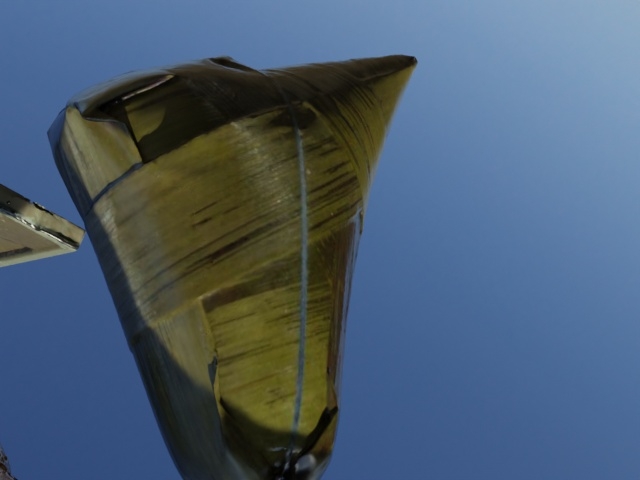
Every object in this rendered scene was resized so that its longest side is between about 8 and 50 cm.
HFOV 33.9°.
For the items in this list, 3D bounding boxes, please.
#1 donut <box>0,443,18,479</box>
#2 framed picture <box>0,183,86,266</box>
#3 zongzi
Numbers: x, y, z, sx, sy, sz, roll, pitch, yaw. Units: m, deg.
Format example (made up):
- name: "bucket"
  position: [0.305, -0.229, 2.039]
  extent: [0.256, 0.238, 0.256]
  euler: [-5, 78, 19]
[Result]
- name: "donut"
  position: [-0.289, 0.176, 0.695]
  extent: [0.174, 0.190, 0.074]
  euler: [11, -151, -26]
- name: "framed picture"
  position: [-0.397, -0.059, 0.875]
  extent: [0.335, 0.247, 0.022]
  euler: [33, -119, -37]
- name: "zongzi"
  position: [0.000, 0.000, 0.703]
  extent: [0.300, 0.138, 0.286]
  euler: [-17, -100, -35]
